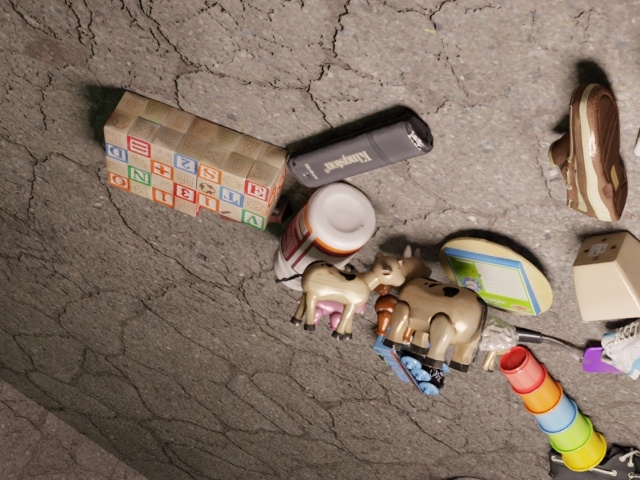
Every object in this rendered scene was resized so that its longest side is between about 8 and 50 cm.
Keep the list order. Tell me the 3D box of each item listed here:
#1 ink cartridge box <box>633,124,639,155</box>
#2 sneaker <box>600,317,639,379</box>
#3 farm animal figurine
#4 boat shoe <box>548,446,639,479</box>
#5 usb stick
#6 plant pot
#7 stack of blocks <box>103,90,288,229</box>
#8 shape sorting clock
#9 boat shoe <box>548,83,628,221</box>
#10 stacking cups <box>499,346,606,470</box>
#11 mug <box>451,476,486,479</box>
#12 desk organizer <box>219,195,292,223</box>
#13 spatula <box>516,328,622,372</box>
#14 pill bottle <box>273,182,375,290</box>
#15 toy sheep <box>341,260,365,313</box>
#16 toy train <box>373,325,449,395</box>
[{"bbox_3d":[0.508,-0.193,1.228,0.211,0.122,0.289,19,149,9],"label":"ink cartridge box"},{"bbox_3d":[0.517,0.169,1.804,0.082,0.071,0.191,18,145,8],"label":"sneaker"},{"bbox_3d":[0.141,0.097,1.791,0.326,0.172,0.330,18,-176,31],"label":"farm animal figurine"},{"bbox_3d":[0.594,0.460,2.161,0.302,0.091,0.114,-10,179,35],"label":"boat shoe"},{"bbox_3d":[0.058,-0.137,1.681,0.278,0.045,0.077,-14,133,45],"label":"usb stick"},{"bbox_3d":[0.448,0.049,1.652,0.109,0.109,0.096,-9,124,41],"label":"plant pot"},{"bbox_3d":[-0.213,-0.124,1.840,0.297,0.087,0.171,21,148,5],"label":"stack of blocks"},{"bbox_3d":[0.296,0.061,1.820,0.206,0.040,0.206,26,150,16],"label":"shape sorting clock"},{"bbox_3d":[0.355,-0.115,1.476,0.095,0.095,0.257,12,147,29],"label":"boat shoe"},{"bbox_3d":[0.447,0.315,2.074,0.096,0.096,0.316,-8,131,40],"label":"stacking cups"},{"bbox_3d":[0.374,0.732,2.494,0.374,0.328,0.276,-15,131,45],"label":"mug"},{"bbox_3d":[-0.118,-0.057,1.917,0.130,0.047,0.050,12,149,19],"label":"desk organizer"},{"bbox_3d":[0.420,0.191,1.942,0.296,0.030,0.084,13,144,17],"label":"spatula"},{"bbox_3d":[0.000,0.000,1.851,0.121,0.121,0.221,29,148,-8],"label":"pill bottle"},{"bbox_3d":[0.039,0.086,1.989,0.132,0.091,0.091,51,143,-7],"label":"toy sheep"},{"bbox_3d":[0.183,0.237,2.131,0.105,0.080,0.184,10,149,37],"label":"toy train"}]
